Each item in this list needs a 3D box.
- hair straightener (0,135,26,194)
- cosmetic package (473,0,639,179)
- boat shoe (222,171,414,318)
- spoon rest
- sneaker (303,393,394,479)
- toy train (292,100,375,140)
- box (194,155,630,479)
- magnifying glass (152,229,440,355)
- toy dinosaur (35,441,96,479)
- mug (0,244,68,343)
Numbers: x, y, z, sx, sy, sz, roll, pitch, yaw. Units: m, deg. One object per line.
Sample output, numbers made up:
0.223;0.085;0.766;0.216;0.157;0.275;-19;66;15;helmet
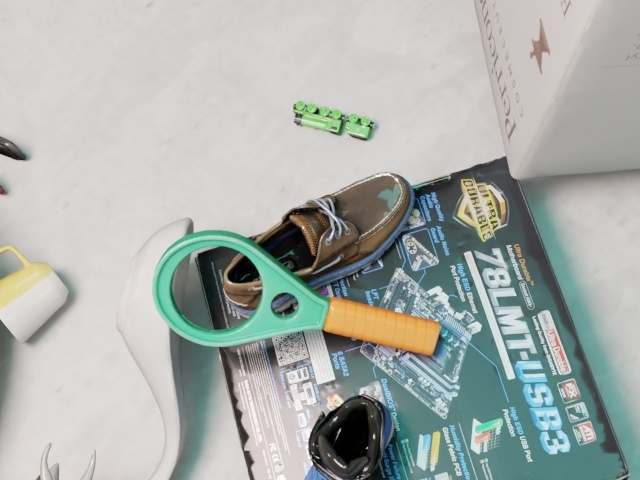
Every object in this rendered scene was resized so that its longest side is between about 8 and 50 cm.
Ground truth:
-0.391;-0.132;1.082;0.230;0.047;0.089;27;77;22;hair straightener
0.308;-0.280;0.792;0.328;0.393;0.329;-6;68;-4;cosmetic package
0.000;0.000;0.878;0.183;0.066;0.066;-38;67;-5;boat shoe
-0.145;0.115;0.917;0.084;0.137;0.276;16;89;-3;spoon rest
0.007;0.186;0.800;0.058;0.084;0.152;27;79;18;sneaker
0.011;-0.114;1.014;0.083;0.017;0.023;15;85;14;toy train
0.069;0.106;0.899;0.293;0.073;0.295;-18;68;3;box
-0.019;0.053;0.842;0.231;0.026;0.092;13;102;-7;magnifying glass
-0.171;0.330;0.813;0.313;0.121;0.160;48;121;14;toy dinosaur
-0.273;0.048;0.980;0.064;0.078;0.062;-37;45;-13;mug
